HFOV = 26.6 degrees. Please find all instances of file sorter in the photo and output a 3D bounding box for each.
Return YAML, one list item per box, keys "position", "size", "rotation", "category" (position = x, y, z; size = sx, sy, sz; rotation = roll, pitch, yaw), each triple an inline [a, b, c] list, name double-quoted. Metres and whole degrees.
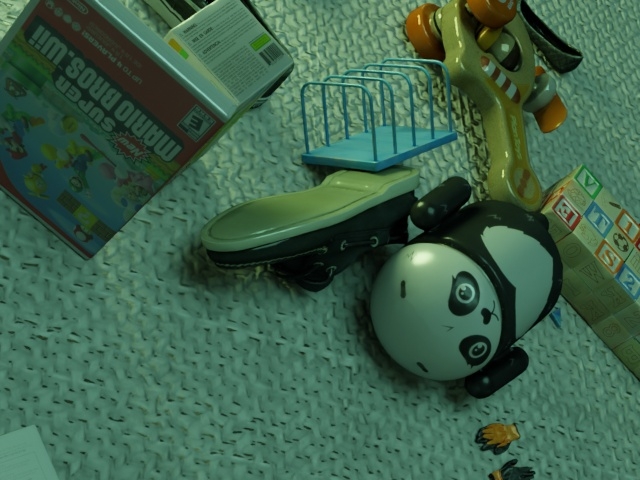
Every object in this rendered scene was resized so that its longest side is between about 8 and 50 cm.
- position: [0.072, -0.159, 1.673]
  size: [0.170, 0.118, 0.104]
  rotation: [-23, 115, -46]
  category: "file sorter"

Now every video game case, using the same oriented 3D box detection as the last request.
- position: [-0.232, -0.115, 1.294]
  size: [0.204, 0.285, 0.025]
  rotation: [41, 44, -10]
  category: "video game case"

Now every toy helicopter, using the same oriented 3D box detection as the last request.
- position: [0.260, -0.188, 1.886]
  size: [0.235, 0.140, 0.355]
  rotation: [18, 57, -42]
  category: "toy helicopter"

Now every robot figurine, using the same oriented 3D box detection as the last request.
- position: [0.181, 0.054, 1.603]
  size: [0.209, 0.173, 0.278]
  rotation: [42, 40, 16]
  category: "robot figurine"

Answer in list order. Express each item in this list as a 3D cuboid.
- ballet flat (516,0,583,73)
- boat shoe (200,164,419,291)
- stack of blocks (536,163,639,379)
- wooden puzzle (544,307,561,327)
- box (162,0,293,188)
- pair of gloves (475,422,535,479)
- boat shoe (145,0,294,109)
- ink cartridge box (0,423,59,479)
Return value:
- position: [0.338, -0.331, 2.089]
  size: [0.173, 0.049, 0.057]
  rotation: [46, 42, -5]
  category: "ballet flat"
- position: [-0.003, -0.001, 1.540]
  size: [0.340, 0.127, 0.113]
  rotation: [-25, 119, -53]
  category: "boat shoe"
- position: [0.418, 0.042, 1.873]
  size: [0.297, 0.087, 0.171]
  rotation: [47, 43, -4]
  category: "stack of blocks"
- position: [0.280, 0.062, 1.799]
  size: [0.116, 0.014, 0.078]
  rotation: [32, 46, -20]
  category: "wooden puzzle"
- position: [-0.143, -0.153, 1.455]
  size: [0.103, 0.203, 0.114]
  rotation: [48, 45, -2]
  category: "box"
- position: [0.222, 0.258, 1.620]
  size: [0.074, 0.010, 0.083]
  rotation: [-1, 64, -41]
  category: "pair of gloves"
- position: [-0.145, -0.303, 1.628]
  size: [0.113, 0.105, 0.306]
  rotation: [-27, 81, -46]
  category: "boat shoe"
- position: [-0.263, 0.275, 1.167]
  size: [0.109, 0.062, 0.209]
  rotation: [-15, 72, -44]
  category: "ink cartridge box"
